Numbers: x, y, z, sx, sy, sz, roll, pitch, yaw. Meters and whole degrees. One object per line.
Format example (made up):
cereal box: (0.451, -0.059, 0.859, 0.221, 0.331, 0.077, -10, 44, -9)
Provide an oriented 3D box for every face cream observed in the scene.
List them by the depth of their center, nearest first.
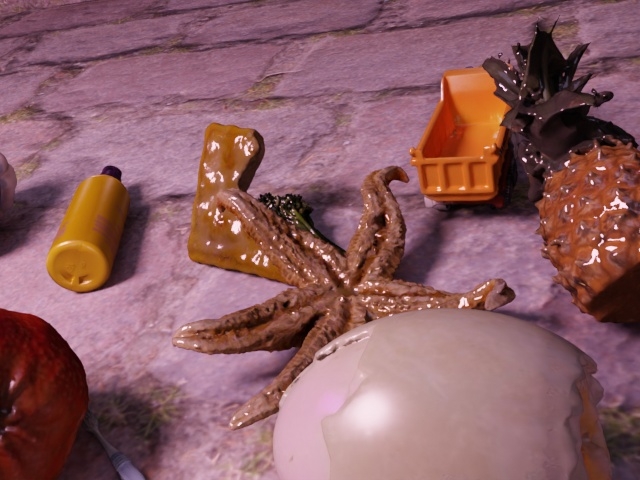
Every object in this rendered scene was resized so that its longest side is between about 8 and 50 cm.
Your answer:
face cream: (-0.308, -0.036, 0.977, 0.078, 0.078, 0.273, -12, 32, 1)

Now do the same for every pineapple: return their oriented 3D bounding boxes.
pineapple: (0.252, -0.090, 0.705, 0.165, 0.165, 0.364, -14, 51, -2)

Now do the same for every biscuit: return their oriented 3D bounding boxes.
biscuit: (-0.086, -0.049, 0.849, 0.174, 0.183, 0.039, 7, 2, 35)

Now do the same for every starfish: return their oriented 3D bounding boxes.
starfish: (0.026, 0.042, 0.710, 0.327, 0.094, 0.375, 5, 44, 14)

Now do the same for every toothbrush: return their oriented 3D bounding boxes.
toothbrush: (-0.167, 0.196, 0.610, 0.016, 0.019, 0.219, -26, 33, -30)

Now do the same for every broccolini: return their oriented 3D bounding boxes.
broccolini: (0.000, -0.011, 0.844, 0.074, 0.058, 0.201, -20, 31, -38)

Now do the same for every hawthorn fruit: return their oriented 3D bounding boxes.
hawthorn fruit: (-0.304, 0.141, 0.614, 0.179, 0.179, 0.200, -36, 22, -33)

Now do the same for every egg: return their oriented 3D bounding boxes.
egg: (0.072, 0.136, 0.469, 0.217, 0.183, 0.183, -5, 31, 27)

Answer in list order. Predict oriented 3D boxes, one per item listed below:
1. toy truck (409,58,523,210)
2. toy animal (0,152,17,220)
toy truck: (0.194, -0.134, 0.896, 0.114, 0.135, 0.270, 1, 34, 22)
toy animal: (-0.538, -0.064, 1.025, 0.208, 0.156, 0.204, -43, 19, 25)
